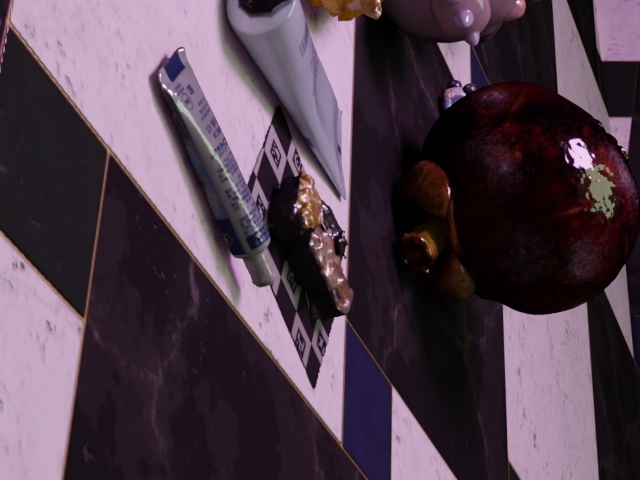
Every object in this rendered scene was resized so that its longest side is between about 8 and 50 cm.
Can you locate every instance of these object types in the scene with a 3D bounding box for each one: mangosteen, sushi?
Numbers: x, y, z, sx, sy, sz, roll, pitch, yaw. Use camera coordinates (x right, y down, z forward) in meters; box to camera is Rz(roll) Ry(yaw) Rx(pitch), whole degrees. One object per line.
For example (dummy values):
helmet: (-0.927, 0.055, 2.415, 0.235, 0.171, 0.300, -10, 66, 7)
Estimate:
mangosteen: (0.241, -0.041, 1.959, 0.297, 0.293, 0.297, 41, 2, -2)
sushi: (0.000, 0.000, 1.531, 0.192, 0.051, 0.215, -73, 148, -54)

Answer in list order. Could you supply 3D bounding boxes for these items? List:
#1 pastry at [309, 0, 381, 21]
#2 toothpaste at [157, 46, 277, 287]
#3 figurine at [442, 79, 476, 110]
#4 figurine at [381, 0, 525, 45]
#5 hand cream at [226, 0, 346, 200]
pastry: (0.065, -0.320, 1.745, 0.102, 0.154, 0.250, 54, 24, -13)
toothpaste: (-0.084, -0.056, 1.336, 0.062, 0.037, 0.216, -67, 138, -59)
figurine: (0.193, -0.159, 2.197, 0.136, 0.077, 0.079, -99, -156, -59)
figurine: (0.165, -0.357, 2.028, 0.380, 0.203, 0.248, -15, 103, -84)
hand cream: (-0.014, -0.157, 1.583, 0.320, 0.067, 0.109, 55, 28, -61)
